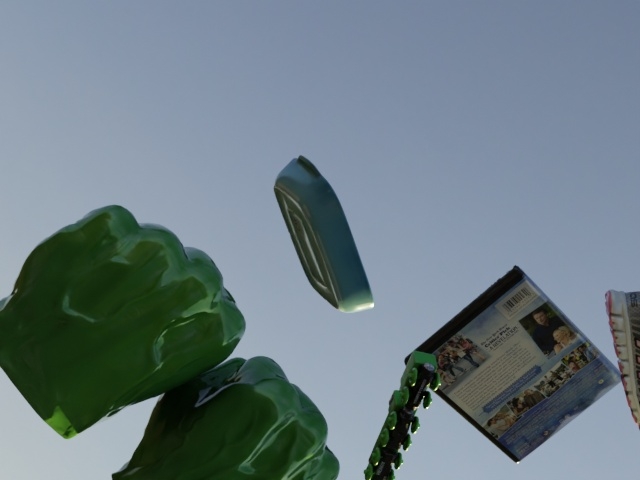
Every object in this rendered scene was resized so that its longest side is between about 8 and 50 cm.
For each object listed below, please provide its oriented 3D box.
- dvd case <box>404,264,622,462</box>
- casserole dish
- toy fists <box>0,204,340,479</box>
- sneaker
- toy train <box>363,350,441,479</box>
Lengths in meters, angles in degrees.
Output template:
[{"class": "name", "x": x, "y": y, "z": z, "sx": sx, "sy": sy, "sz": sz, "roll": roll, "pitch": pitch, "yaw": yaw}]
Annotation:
[{"class": "dvd case", "x": 0.242, "y": 0.159, "z": 1.650, "sx": 0.253, "sy": 0.180, "sz": 0.022, "roll": 42, "pitch": 13, "yaw": -35}, {"class": "casserole dish", "x": 0.000, "y": 0.000, "z": 1.389, "sx": 0.114, "sy": 0.037, "sz": 0.188, "roll": 38, "pitch": -28, "yaw": 55}, {"class": "toy fists", "x": -0.093, "y": 0.100, "z": 0.890, "sx": 0.279, "sy": 0.142, "sz": 0.096, "roll": 56, "pitch": 4, "yaw": -21}, {"class": "sneaker", "x": 0.354, "y": 0.129, "z": 1.422, "sx": 0.063, "sy": 0.075, "sz": 0.170, "roll": -18, "pitch": 95, "yaw": -80}, {"class": "toy train", "x": 0.041, "y": 0.092, "z": 0.686, "sx": 0.024, "sy": 0.017, "sz": 0.083, "roll": -96, "pitch": -157, "yaw": -56}]
